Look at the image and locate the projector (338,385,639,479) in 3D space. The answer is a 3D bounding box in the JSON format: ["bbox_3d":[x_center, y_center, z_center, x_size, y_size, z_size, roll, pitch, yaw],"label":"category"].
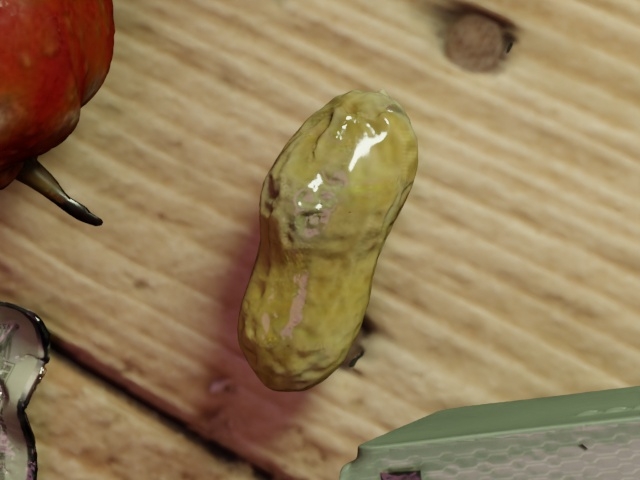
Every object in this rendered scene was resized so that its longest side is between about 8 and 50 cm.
[{"bbox_3d":[0.162,0.147,0.820,0.251,0.198,0.108,-10,87,20],"label":"projector"}]

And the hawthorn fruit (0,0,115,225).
[{"bbox_3d":[-0.241,-0.131,0.956,0.254,0.254,0.300,-39,102,16],"label":"hawthorn fruit"}]

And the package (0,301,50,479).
[{"bbox_3d":[-0.277,0.141,1.062,0.166,0.040,0.231,8,101,22],"label":"package"}]

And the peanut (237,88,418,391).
[{"bbox_3d":[0.000,0.000,0.937,0.100,0.099,0.214,20,103,18],"label":"peanut"}]
